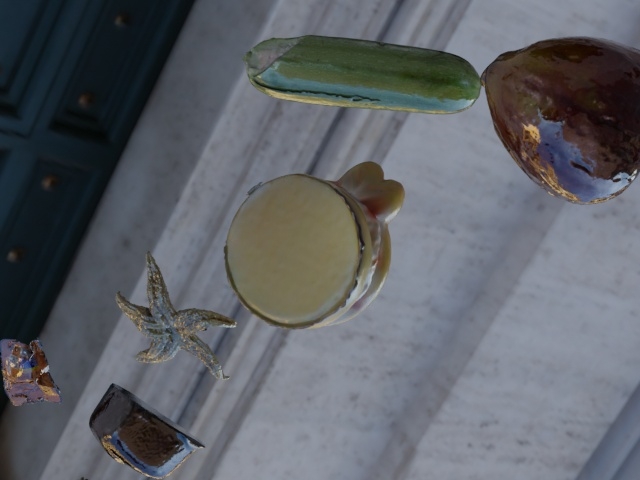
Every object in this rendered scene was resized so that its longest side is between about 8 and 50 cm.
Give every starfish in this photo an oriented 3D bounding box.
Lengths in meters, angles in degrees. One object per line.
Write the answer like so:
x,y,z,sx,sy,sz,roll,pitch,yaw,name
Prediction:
-0.266,0.154,2.122,0.277,0.236,0.062,57,-145,-19,starfish

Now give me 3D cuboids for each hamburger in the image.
0.000,0.000,2.003,0.261,0.302,0.186,33,-162,23,hamburger

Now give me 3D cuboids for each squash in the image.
0.041,-0.165,1.178,0.239,0.069,0.069,5,-162,-1,squash

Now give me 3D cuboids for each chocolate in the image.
-0.230,0.250,1.502,0.149,0.080,0.125,34,173,11,chocolate

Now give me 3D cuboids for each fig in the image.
0.347,-0.164,1.595,0.263,0.224,0.224,15,-159,-29,fig

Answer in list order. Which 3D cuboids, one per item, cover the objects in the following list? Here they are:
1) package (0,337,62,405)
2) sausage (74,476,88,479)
-0.396,0.180,1.616,0.077,0.110,0.033,-8,-157,-5,package
-0.419,0.499,1.794,0.082,0.371,0.082,24,-159,-10,sausage
